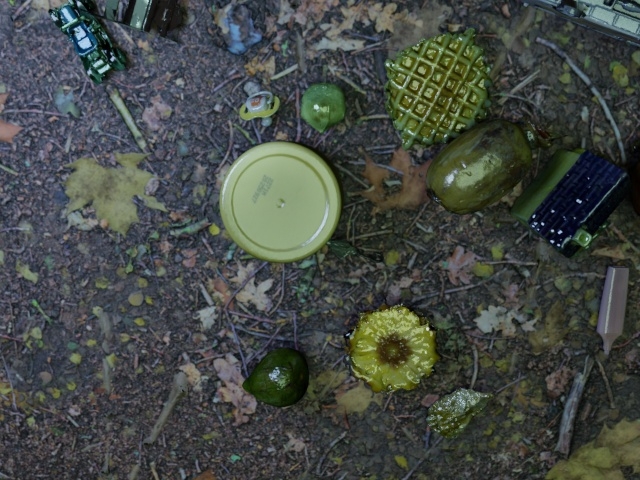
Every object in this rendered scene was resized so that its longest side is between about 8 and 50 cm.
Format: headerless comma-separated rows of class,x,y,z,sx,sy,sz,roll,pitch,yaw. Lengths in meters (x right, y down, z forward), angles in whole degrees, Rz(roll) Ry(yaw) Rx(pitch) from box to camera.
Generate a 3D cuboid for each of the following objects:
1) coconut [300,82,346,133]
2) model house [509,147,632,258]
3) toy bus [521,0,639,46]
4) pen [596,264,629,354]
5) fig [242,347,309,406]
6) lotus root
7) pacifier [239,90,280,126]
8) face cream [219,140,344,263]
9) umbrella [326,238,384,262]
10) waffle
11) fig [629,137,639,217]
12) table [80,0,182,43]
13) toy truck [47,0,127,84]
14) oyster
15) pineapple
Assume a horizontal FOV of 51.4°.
coconut,0.005,-0.251,1.262,0.088,0.088,0.096,0,97,-1
model house,0.501,-0.062,1.255,0.170,0.211,0.194,38,100,-8
toy bus,0.527,-0.411,1.173,0.343,0.138,0.097,23,106,7
pen,0.617,0.150,1.404,0.053,0.032,0.197,3,102,-2
fig,-0.102,0.286,1.394,0.156,0.123,0.123,-5,107,31
lotus root,0.323,-0.155,1.259,0.278,0.154,0.154,-35,103,6
pacifier,-0.112,-0.250,1.284,0.083,0.068,0.064,-6,140,18
face cream,-0.066,-0.076,1.243,0.218,0.179,0.218,0,98,3
umbrella,-0.001,0.003,1.359,0.269,0.044,0.044,19,141,1
waffle,0.226,-0.287,1.270,0.214,0.054,0.207,-17,108,1
fig,0.703,-0.119,1.243,0.235,0.235,0.214,13,67,-4
table,-0.325,-0.458,1.209,0.175,0.062,0.146,10,107,-36
toy truck,-0.431,-0.372,1.228,0.080,0.078,0.154,-29,104,8
oyster,0.304,0.381,1.463,0.146,0.045,0.121,-9,119,2
pineapple,0.147,0.219,1.393,0.225,0.076,0.224,1,104,2
